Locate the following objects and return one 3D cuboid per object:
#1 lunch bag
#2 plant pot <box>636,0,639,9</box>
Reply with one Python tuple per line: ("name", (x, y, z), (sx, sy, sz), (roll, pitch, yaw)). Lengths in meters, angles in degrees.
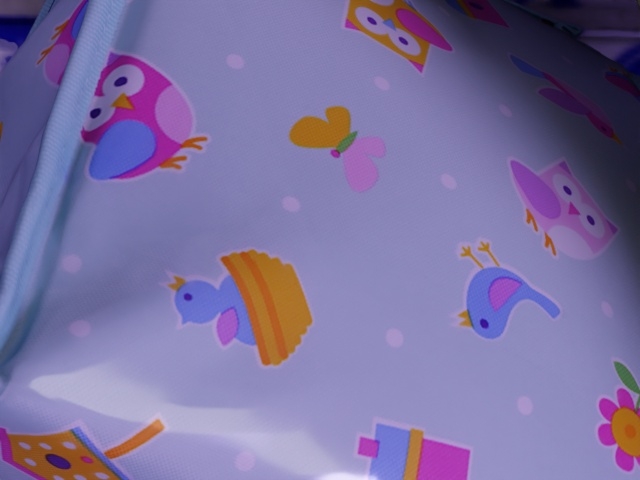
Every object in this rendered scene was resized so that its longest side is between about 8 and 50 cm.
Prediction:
("lunch bag", (0.000, 0.000, 0.487), (0.223, 0.160, 0.262), (24, 50, -16))
("plant pot", (0.193, -0.065, 0.385), (0.276, 0.276, 0.254), (-35, 102, -14))
